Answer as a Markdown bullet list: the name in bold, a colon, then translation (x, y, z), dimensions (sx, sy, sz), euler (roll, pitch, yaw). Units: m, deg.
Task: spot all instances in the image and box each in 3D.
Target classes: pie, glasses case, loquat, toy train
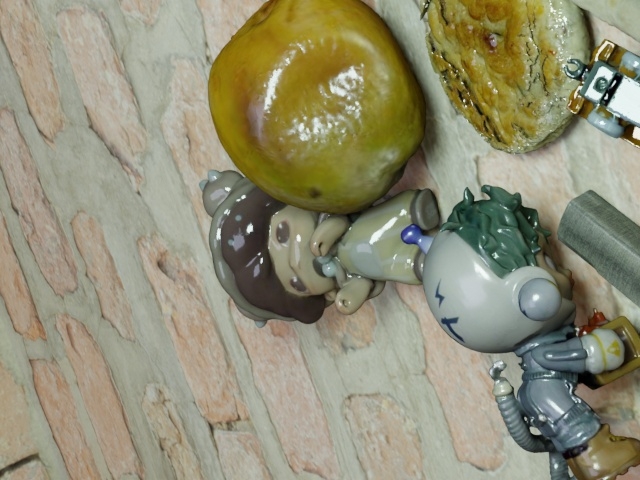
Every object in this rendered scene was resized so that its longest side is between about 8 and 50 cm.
- **pie**: translation (0.213, -0.234, 1.744), dimensions (0.274, 0.055, 0.274), euler (34, 134, 44)
- **glasses case**: translation (0.364, 0.030, 1.705), dimensions (0.205, 0.047, 0.071), euler (42, 139, 29)
- **loquat**: translation (-0.001, -0.177, 1.883), dimensions (0.284, 0.276, 0.276), euler (41, 142, -3)
- **toy train**: translation (0.359, -0.136, 1.562), dimensions (0.219, 0.127, 0.089), euler (31, 104, 17)

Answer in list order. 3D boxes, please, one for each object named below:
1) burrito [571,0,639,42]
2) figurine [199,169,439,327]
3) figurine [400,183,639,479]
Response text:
- **burrito**: translation (0.339, -0.272, 1.504), dimensions (0.299, 0.105, 0.143), euler (41, 116, 28)
- **figurine**: translation (0.001, 0.000, 2.040), dimensions (0.380, 0.203, 0.248), euler (-2, 116, 40)
- **figurine**: translation (0.258, 0.106, 1.749), dimensions (0.382, 0.186, 0.261), euler (56, 164, 7)
